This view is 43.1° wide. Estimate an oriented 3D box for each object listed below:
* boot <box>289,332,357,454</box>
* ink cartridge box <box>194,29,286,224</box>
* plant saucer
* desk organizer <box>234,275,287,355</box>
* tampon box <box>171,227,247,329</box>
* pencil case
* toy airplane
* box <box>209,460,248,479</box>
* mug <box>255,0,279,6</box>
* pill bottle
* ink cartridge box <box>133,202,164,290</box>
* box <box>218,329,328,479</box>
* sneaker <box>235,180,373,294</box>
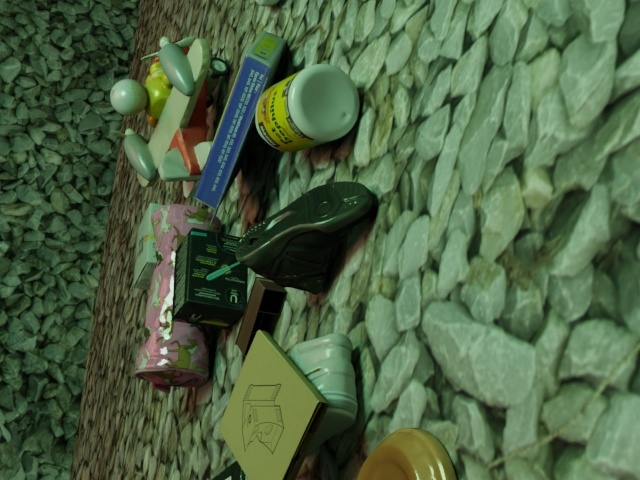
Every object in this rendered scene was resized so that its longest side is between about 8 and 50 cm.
[{"bbox_3d":[-0.029,0.221,1.137,0.258,0.095,0.123,-38,39,45],"label":"boot"},{"bbox_3d":[-0.158,-0.225,1.555,0.307,0.072,0.304,-74,8,-65],"label":"ink cartridge box"},{"bbox_3d":[0.083,0.304,0.880,0.200,0.037,0.200,-168,90,-68],"label":"plant saucer"},{"bbox_3d":[-0.102,0.133,1.385,0.050,0.047,0.130,43,118,61],"label":"desk organizer"},{"bbox_3d":[-0.216,0.076,1.583,0.101,0.120,0.161,-47,38,50],"label":"tampon box"},{"bbox_3d":[-0.299,0.119,1.714,0.167,0.160,0.386,72,-162,-66],"label":"pencil case"},{"bbox_3d":[-0.366,-0.293,1.925,0.384,0.272,0.386,32,108,65],"label":"toy airplane"},{"bbox_3d":[-0.174,0.519,1.236,0.322,0.079,0.257,-44,37,33],"label":"box"},{"bbox_3d":[-0.151,-0.675,1.679,0.328,0.276,0.374,-142,36,-71],"label":"mug"},{"bbox_3d":[-0.031,-0.206,1.299,0.215,0.117,0.117,178,104,-67],"label":"pill bottle"},{"bbox_3d":[-0.374,0.024,1.968,0.127,0.128,0.176,-51,36,47],"label":"ink cartridge box"},{"bbox_3d":[-0.069,0.235,1.076,0.201,0.021,0.164,39,108,57],"label":"box"},{"bbox_3d":[0.000,0.000,1.186,0.227,0.130,0.087,-30,40,24],"label":"sneaker"}]
